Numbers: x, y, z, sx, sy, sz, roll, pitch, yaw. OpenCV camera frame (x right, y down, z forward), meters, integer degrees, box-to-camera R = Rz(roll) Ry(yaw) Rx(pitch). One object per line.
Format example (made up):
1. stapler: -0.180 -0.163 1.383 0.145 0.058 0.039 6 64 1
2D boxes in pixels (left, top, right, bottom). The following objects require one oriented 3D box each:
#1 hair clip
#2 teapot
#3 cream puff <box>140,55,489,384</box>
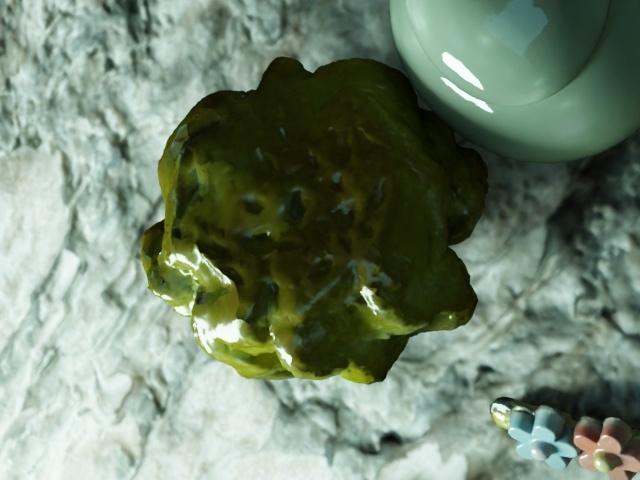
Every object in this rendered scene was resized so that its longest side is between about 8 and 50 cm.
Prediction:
1. hair clip: 0.214 0.146 1.259 0.214 0.056 0.062 2 134 25
2. teapot: 0.111 -0.202 1.186 0.220 0.149 0.318 -45 72 14
3. cream puff: -0.002 -0.007 1.252 0.244 0.196 0.244 -22 60 44
